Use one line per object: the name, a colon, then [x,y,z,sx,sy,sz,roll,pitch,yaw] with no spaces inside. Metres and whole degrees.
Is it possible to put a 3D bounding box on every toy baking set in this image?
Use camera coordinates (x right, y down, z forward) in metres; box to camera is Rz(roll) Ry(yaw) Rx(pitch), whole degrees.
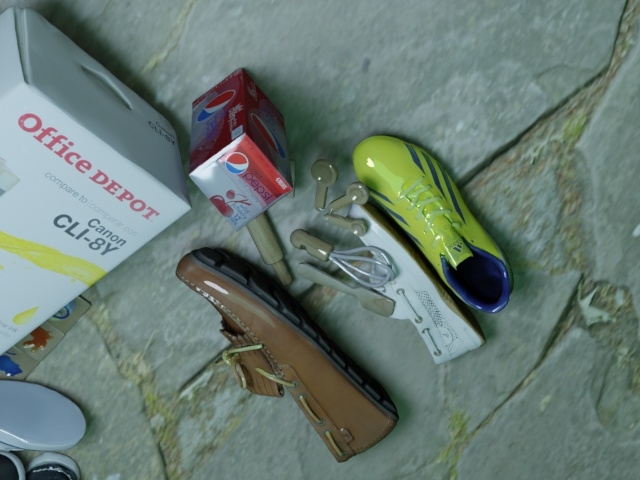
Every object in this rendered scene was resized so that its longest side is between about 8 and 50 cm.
toy baking set: [-0.006,-0.001,1.629,0.197,0.030,0.256,-3,121,35]

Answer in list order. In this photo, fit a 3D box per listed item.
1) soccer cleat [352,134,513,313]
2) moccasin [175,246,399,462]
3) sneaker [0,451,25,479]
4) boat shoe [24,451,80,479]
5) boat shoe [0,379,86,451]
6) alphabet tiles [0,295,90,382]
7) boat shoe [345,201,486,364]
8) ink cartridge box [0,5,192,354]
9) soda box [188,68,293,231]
soccer cleat: [0.152,-0.021,1.631,0.093,0.121,0.289,-38,111,13]
moccasin: [-0.060,0.157,1.699,0.147,0.139,0.380,-42,120,4]
sneaker: [-0.561,0.337,1.705,0.296,0.147,0.104,-11,83,11]
boat shoe: [-0.437,0.439,1.811,0.114,0.091,0.302,21,111,-12]
boat shoe: [-0.449,0.241,1.724,0.258,0.095,0.084,15,140,-7]
alphabet tiles: [-0.487,0.080,1.694,0.285,0.011,0.342,39,106,-19]
boat shoe: [0.108,0.065,1.679,0.096,0.098,0.277,-36,112,11]
ink cartridge box: [-0.386,-0.046,1.489,0.385,0.160,0.279,-36,134,16]
soda box: [-0.094,-0.113,1.496,0.083,0.263,0.092,-36,112,11]
